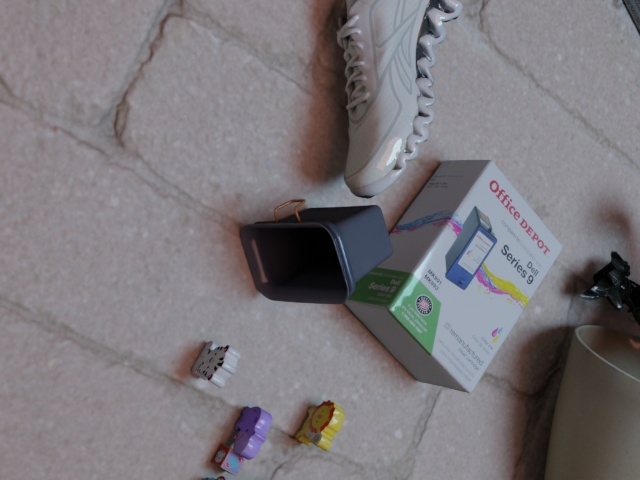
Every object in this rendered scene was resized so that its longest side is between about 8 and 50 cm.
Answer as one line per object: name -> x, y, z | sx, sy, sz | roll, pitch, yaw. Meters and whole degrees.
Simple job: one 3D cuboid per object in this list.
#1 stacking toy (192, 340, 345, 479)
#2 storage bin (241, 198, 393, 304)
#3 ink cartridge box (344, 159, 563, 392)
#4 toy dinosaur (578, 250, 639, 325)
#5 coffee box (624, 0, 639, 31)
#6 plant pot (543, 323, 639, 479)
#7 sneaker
stacking toy -> -0.088, 0.229, 1.109 | 0.167, 0.052, 0.221 | 36, 74, -30
storage bin -> 0.000, 0.000, 1.110 | 0.091, 0.135, 0.098 | -30, 110, -40
ink cartridge box -> 0.150, 0.036, 1.230 | 0.154, 0.093, 0.212 | 47, 67, -26
toy dinosaur -> 0.450, 0.091, 1.358 | 0.164, 0.322, 0.218 | -43, 88, 0
coffee box -> 0.523, -0.261, 1.410 | 0.119, 0.168, 0.297 | -47, 117, -22
plant pot -> 0.374, 0.278, 1.327 | 0.256, 0.256, 0.274 | 11, 106, -34
sneaker -> 0.063, -0.185, 1.156 | 0.118, 0.110, 0.292 | 22, 73, -25
